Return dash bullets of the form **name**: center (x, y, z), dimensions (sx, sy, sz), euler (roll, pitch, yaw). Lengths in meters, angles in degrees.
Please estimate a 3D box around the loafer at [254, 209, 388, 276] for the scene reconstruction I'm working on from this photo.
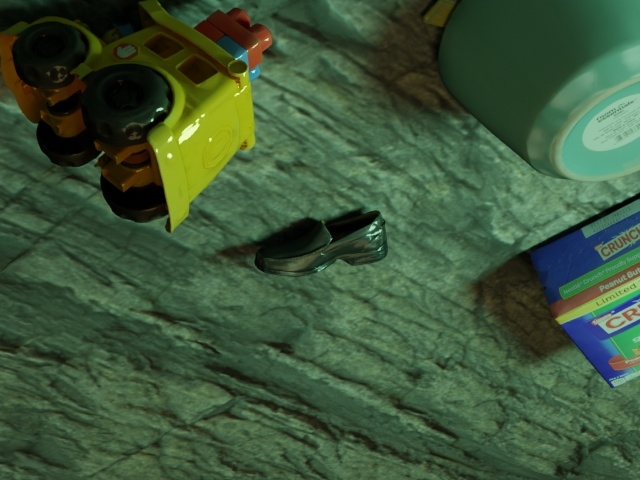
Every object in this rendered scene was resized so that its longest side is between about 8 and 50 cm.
- **loafer**: center (0.000, 0.000, 1.658), dimensions (0.170, 0.062, 0.061), euler (-12, 125, -16)

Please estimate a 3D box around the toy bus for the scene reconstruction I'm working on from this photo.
- **toy bus**: center (-0.157, -0.151, 1.255), dimensions (0.211, 0.220, 0.149), euler (-44, 155, -23)

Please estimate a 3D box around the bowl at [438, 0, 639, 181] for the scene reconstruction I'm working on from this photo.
- **bowl**: center (0.298, -0.178, 1.425), dimensions (0.312, 0.163, 0.311), euler (-16, 149, -10)

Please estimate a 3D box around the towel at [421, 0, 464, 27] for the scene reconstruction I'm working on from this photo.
- **towel**: center (0.148, -0.248, 1.393), dimensions (0.060, 0.009, 0.083), euler (10, 137, -36)

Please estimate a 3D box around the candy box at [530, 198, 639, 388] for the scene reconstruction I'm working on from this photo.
- **candy box**: center (0.478, 0.064, 1.927), dimensions (0.268, 0.122, 0.317), euler (-27, 146, 14)
